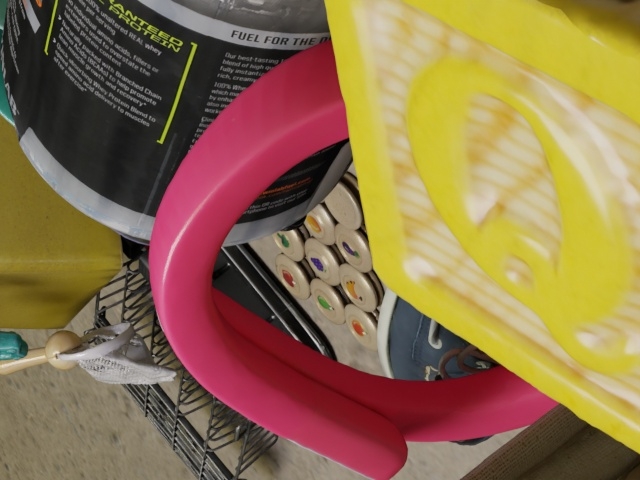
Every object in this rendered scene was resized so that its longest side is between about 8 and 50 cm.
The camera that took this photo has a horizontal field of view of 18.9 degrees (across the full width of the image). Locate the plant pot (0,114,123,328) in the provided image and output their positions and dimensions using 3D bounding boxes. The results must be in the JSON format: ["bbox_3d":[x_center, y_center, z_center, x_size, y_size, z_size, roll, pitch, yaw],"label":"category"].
[{"bbox_3d":[-0.275,-0.047,1.408,0.212,0.187,0.212,142,119,-66],"label":"plant pot"}]

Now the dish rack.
[{"bbox_3d":[-0.097,0.085,1.467,0.208,0.074,0.271,50,156,17],"label":"dish rack"}]

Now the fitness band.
[{"bbox_3d":[0.049,0.013,0.902,0.291,0.209,0.054,32,-156,-42],"label":"fitness band"}]

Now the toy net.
[{"bbox_3d":[-0.211,0.062,1.362,0.122,0.232,0.045,133,142,-65],"label":"toy net"}]

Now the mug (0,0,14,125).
[{"bbox_3d":[-0.170,-0.139,1.270,0.157,0.097,0.129,50,153,-22],"label":"mug"}]

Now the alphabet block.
[{"bbox_3d":[0.139,-0.062,0.709,0.193,0.197,0.192,33,145,42],"label":"alphabet block"}]

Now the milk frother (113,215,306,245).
[{"bbox_3d":[-0.073,-0.041,1.147,0.129,0.143,0.135,39,123,-6],"label":"milk frother"}]

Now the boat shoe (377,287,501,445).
[{"bbox_3d":[0.093,0.030,1.034,0.079,0.095,0.254,51,148,39],"label":"boat shoe"}]

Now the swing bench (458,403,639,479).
[{"bbox_3d":[0.185,0.170,0.832,0.255,0.253,0.165,22,138,52],"label":"swing bench"}]

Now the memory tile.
[{"bbox_3d":[0.000,0.000,1.254,0.113,0.012,0.148,35,147,38],"label":"memory tile"}]

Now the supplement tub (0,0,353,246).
[{"bbox_3d":[-0.039,-0.148,0.920,0.207,0.207,0.338,52,155,10],"label":"supplement tub"}]
